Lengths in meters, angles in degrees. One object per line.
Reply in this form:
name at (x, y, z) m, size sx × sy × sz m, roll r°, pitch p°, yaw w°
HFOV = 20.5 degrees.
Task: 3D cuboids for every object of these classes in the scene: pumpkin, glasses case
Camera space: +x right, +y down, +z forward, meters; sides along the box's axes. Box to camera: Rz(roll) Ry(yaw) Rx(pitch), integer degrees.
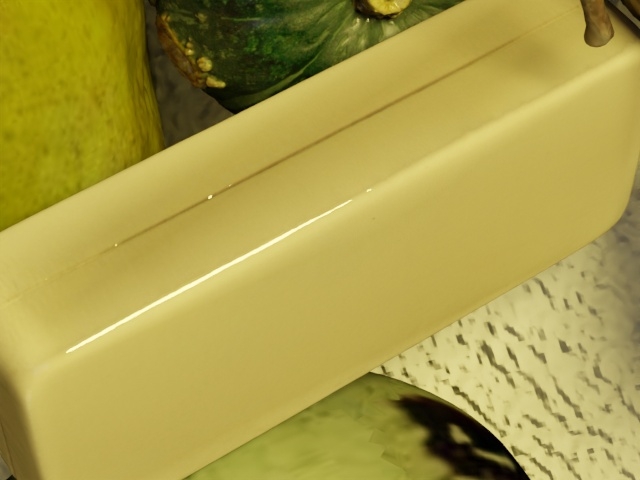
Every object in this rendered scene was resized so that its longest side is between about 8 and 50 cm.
pumpkin at (0.003, -0.139, 0.873) m, size 0.190 × 0.146 × 0.190 m, roll -1°, pitch 102°, yaw -6°
glasses case at (0.000, 0.000, 0.815) m, size 0.336 × 0.076 × 0.144 m, roll -28°, pitch 146°, yaw -21°

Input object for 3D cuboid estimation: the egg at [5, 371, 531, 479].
egg at (-0.055, 0.218, 0.919) m, size 0.379 × 0.287 × 0.288 m, roll -21°, pitch 103°, yaw 8°

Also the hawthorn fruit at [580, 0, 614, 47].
hawthorn fruit at (0.063, -0.257, 0.654) m, size 0.263 × 0.235 × 0.231 m, roll 30°, pitch 83°, yaw 4°

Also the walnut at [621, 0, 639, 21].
walnut at (0.204, -0.180, 0.805) m, size 0.198 × 0.245 × 0.198 m, roll -15°, pitch 145°, yaw -11°

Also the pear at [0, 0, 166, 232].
pear at (-0.254, -0.059, 0.856) m, size 0.352 × 0.352 × 0.413 m, roll 15°, pitch 118°, yaw 3°
